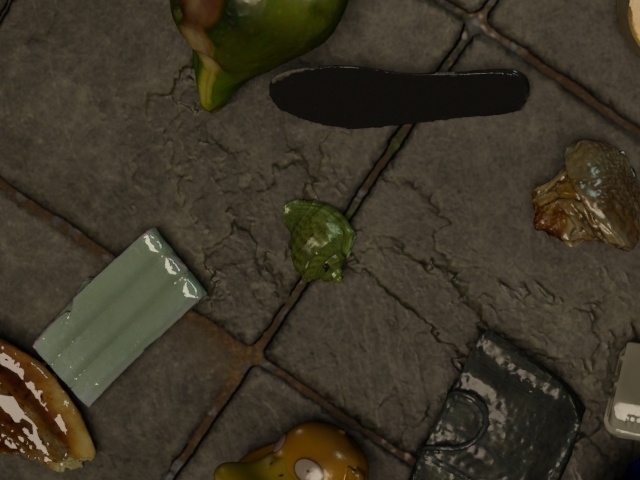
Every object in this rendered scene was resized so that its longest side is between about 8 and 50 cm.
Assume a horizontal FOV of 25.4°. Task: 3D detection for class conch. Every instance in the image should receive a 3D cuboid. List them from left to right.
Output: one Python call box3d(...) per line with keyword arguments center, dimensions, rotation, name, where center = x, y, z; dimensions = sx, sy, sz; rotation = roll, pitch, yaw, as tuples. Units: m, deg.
box3d(center=(0.000, 0.000, 1.751), dimensions=(0.089, 0.074, 0.121), rotation=(-26, 77, -18), name="conch")

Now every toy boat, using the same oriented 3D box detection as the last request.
box3d(center=(0.472, 0.211, 1.674), dimensions=(0.270, 0.141, 0.140), rotation=(20, 103, 5), name="toy boat")

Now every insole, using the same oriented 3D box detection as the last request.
box3d(center=(0.093, -0.175, 1.691), dimensions=(0.310, 0.012, 0.110), rotation=(-2, 141, 8), name="insole")

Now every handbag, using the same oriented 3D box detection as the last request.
box3d(center=(0.215, 0.257, 1.752), dimensions=(0.175, 0.089, 0.270), rotation=(26, 104, 11), name="handbag")

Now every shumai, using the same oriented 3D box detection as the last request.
box3d(center=(0.307, -0.043, 1.671), dimensions=(0.116, 0.145, 0.145), rotation=(-33, 94, 35), name="shumai")

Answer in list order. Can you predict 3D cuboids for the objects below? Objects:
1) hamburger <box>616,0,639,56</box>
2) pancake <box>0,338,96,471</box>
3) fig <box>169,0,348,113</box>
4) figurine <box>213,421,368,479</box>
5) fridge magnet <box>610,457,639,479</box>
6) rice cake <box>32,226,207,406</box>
box3d(center=(0.436, -0.283, 1.598), dimensions=(0.173, 0.116, 0.210), rotation=(40, 108, 9), name="hamburger")
box3d(center=(-0.447, 0.227, 1.860), dimensions=(0.245, 0.057, 0.266), rotation=(-29, 98, 17), name="pancake")
box3d(center=(-0.089, -0.259, 1.667), dimensions=(0.206, 0.206, 0.275), rotation=(29, 137, 3), name="fig")
box3d(center=(-0.042, 0.343, 1.771), dimensions=(0.215, 0.215, 0.228), rotation=(9, 116, 7), name="figurine")
box3d(center=(0.446, 0.327, 1.653), dimensions=(0.266, 0.265, 0.112), rotation=(19, 70, 5), name="fridge magnet")
box3d(center=(-0.259, 0.096, 1.811), dimensions=(0.237, 0.043, 0.127), rotation=(-41, 93, 16), name="rice cake")
